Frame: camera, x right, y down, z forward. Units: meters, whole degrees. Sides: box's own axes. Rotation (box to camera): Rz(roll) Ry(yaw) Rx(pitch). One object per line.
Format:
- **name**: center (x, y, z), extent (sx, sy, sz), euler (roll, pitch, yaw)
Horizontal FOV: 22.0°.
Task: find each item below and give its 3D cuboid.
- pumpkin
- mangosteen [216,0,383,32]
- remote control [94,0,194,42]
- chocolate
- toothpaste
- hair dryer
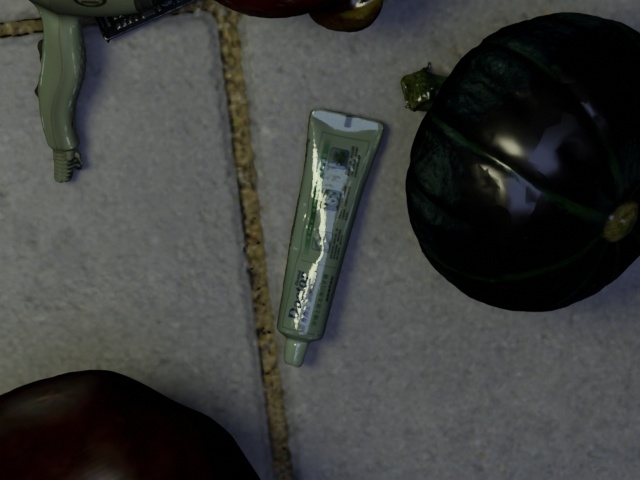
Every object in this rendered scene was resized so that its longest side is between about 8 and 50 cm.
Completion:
- **pumpkin**: center (0.161, -0.078, 1.314), extent (0.248, 0.248, 0.248), euler (-1, 100, -7)
- **mangosteen**: center (0.002, -0.261, 1.256), extent (0.257, 0.215, 0.215), euler (23, 97, -32)
- **remote control**: center (-0.140, -0.193, 1.337), extent (0.091, 0.016, 0.034), euler (-24, 87, -3)
- **chocolate**: center (-0.190, 0.283, 1.273), extent (0.331, 0.383, 0.383), euler (-25, 103, -16)
- **toothpaste**: center (0.000, 0.000, 1.382), extent (0.064, 0.041, 0.218), euler (12, 95, -4)
- **hair dryer**: center (-0.249, -0.184, 1.300), extent (0.219, 0.088, 0.225), euler (31, 120, 1)
